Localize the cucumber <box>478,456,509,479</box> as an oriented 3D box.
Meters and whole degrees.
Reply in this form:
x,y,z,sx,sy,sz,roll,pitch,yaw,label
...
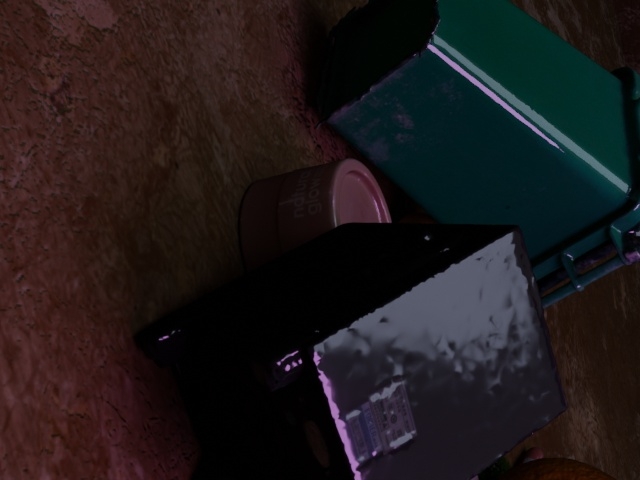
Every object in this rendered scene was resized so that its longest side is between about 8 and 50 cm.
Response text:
x,y,z,sx,sy,sz,roll,pitch,yaw,label
0.203,0.289,1.596,0.227,0.069,0.069,34,49,-61,cucumber

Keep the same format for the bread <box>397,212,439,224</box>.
x,y,z,sx,sy,sz,roll,pitch,yaw,label
0.169,0.107,1.575,0.305,0.091,0.142,62,34,-29,bread

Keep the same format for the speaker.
x,y,z,sx,sy,sz,roll,pitch,yaw,label
0.022,0.104,1.015,0.254,0.232,0.184,-27,106,-32,speaker

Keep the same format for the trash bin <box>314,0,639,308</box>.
x,y,z,sx,sy,sz,roll,pitch,yaw,label
0.196,-0.123,1.447,0.381,0.259,0.295,33,42,-25,trash bin

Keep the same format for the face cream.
x,y,z,sx,sy,sz,roll,pitch,yaw,label
0.000,0.000,1.236,0.149,0.104,0.149,39,45,-54,face cream

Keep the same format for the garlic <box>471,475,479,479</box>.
x,y,z,sx,sy,sz,roll,pitch,yaw,label
0.076,0.273,1.177,0.257,0.207,0.207,-49,123,-69,garlic

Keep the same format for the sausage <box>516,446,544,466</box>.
x,y,z,sx,sy,sz,roll,pitch,yaw,label
0.290,0.344,1.794,0.223,0.029,0.029,-28,104,-65,sausage

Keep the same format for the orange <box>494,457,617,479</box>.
x,y,z,sx,sy,sz,roll,pitch,yaw,label
0.287,0.403,1.508,0.264,0.264,0.264,39,45,-54,orange
